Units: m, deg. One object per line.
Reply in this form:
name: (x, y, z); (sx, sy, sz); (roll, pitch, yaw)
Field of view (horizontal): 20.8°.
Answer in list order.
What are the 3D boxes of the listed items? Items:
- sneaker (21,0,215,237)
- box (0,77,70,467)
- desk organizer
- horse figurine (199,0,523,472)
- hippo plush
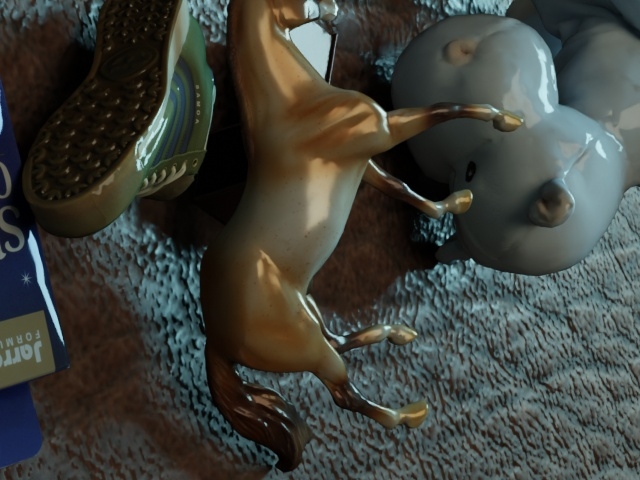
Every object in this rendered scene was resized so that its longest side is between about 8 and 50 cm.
sneaker: (-0.089, -0.049, 0.879); (0.192, 0.064, 0.086); (-77, 153, -48)
box: (-0.184, 0.000, 0.779); (0.136, 0.036, 0.225); (-15, 93, -54)
desk organizer: (-0.031, -0.071, 0.998); (0.050, 0.047, 0.130); (35, 53, -40)
horse figurine: (0.000, 0.000, 0.930); (0.174, 0.066, 0.263); (17, 93, -30)
hippo plush: (0.162, -0.067, 1.174); (0.236, 0.234, 0.294); (-31, 90, -22)
